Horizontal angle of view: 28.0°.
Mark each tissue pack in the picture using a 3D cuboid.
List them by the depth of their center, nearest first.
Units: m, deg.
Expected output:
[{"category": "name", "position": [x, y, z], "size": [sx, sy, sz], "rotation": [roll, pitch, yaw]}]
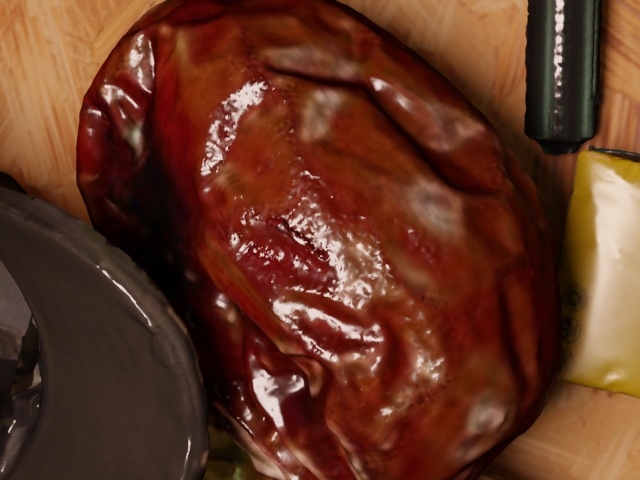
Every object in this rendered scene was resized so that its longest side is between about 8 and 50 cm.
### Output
[{"category": "tissue pack", "position": [0.228, 0.024, 0.916], "size": [0.120, 0.082, 0.169], "rotation": [13, 97, 14]}]

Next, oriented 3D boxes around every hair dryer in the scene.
[{"category": "hair dryer", "position": [0.129, -0.212, 0.927], "size": [0.244, 0.116, 0.302], "rotation": [4, 102, 19]}]

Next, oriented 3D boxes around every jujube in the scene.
[{"category": "jujube", "position": [0.001, 0.000, 0.885], "size": [0.377, 0.276, 0.276], "rotation": [45, 105, 14]}]

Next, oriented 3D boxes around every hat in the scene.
[{"category": "hat", "position": [-0.196, 0.082, 0.929], "size": [0.382, 0.257, 0.366], "rotation": [9, 103, 26]}]

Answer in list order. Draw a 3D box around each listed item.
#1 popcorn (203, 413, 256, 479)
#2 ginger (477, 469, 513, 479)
[{"category": "popcorn", "position": [-0.120, 0.166, 1.008], "size": [0.145, 0.125, 0.126], "rotation": [14, 76, -3]}, {"category": "ginger", "position": [0.146, 0.259, 0.934], "size": [0.138, 0.152, 0.267], "rotation": [-34, 78, -13]}]
